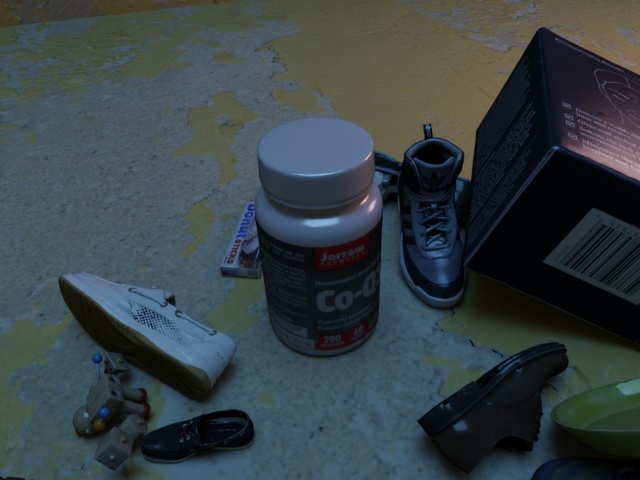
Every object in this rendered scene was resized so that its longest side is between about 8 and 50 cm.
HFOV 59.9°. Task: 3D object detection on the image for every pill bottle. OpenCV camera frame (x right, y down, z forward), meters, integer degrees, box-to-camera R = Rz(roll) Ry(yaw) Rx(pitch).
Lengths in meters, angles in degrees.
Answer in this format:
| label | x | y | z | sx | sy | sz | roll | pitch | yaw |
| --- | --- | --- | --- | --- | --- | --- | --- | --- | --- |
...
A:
| label | x | y | z | sx | sy | sz | roll | pitch | yaw |
| --- | --- | --- | --- | --- | --- | --- | --- | --- | --- |
| pill bottle | 0.000 | 0.000 | 0.722 | 0.161 | 0.283 | 0.161 | -2 | 39 | 1 |

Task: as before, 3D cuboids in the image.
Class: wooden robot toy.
| label | x | y | z | sx | sy | sz | roll | pitch | yaw |
| --- | --- | --- | --- | --- | --- | --- | --- | --- | --- |
| wooden robot toy | -0.257 | 0.213 | 0.666 | 0.079 | 0.076 | 0.173 | -45 | 39 | 6 |

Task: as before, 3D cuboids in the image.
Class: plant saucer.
| label | x | y | z | sx | sy | sz | roll | pitch | yaw |
| --- | --- | --- | --- | --- | --- | --- | --- | --- | --- |
| plant saucer | 0.365 | 0.176 | 0.567 | 0.240 | 0.241 | 0.037 | -12 | 81 | -12 |

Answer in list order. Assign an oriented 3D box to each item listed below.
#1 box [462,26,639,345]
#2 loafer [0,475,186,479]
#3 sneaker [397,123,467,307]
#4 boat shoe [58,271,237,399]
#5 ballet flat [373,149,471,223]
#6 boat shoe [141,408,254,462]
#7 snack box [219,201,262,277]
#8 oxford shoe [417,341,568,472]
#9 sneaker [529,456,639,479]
| label | x | y | z | sx | sy | sz | roll | pitch | yaw |
| --- | --- | --- | --- | --- | --- | --- | --- | --- | --- |
| box | 0.395 | -0.093 | 0.805 | 0.293 | 0.212 | 0.396 | 24 | 42 | -1 |
| loafer | -0.242 | 0.296 | 0.489 | 0.365 | 0.134 | 0.130 | -4 | 39 | -1 |
| sneaker | 0.165 | -0.044 | 0.829 | 0.101 | 0.153 | 0.269 | -5 | 60 | 2 |
| boat shoe | -0.235 | 0.109 | 0.756 | 0.277 | 0.098 | 0.096 | 27 | 46 | 19 |
| ballet flat | 0.137 | -0.095 | 0.989 | 0.280 | 0.095 | 0.096 | 17 | 58 | 23 |
| boat shoe | -0.144 | 0.225 | 0.647 | 0.132 | 0.042 | 0.049 | -7 | 42 | -3 |
| snack box | -0.115 | -0.005 | 0.943 | 0.064 | 0.022 | 0.178 | 2 | 40 | 8 |
| oxford shoe | 0.222 | 0.194 | 0.649 | 0.227 | 0.083 | 0.096 | -24 | 66 | -27 |
| sneaker | 0.355 | 0.239 | 0.534 | 0.299 | 0.121 | 0.111 | -1 | 38 | 2 |
